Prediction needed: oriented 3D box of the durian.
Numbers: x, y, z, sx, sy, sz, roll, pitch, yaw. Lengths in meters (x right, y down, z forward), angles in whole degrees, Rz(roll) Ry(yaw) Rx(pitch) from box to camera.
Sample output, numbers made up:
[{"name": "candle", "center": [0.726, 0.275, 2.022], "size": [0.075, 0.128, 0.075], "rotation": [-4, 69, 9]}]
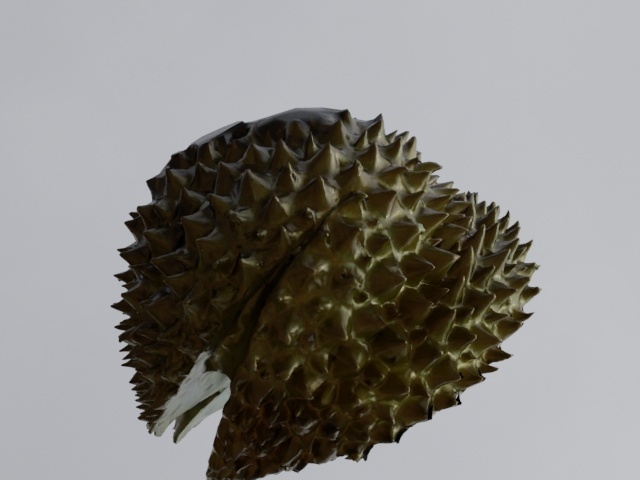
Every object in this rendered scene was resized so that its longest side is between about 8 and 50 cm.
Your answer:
[{"name": "durian", "center": [0.000, 0.000, 0.727], "size": [0.193, 0.237, 0.138], "rotation": [-15, -71, 22]}]
